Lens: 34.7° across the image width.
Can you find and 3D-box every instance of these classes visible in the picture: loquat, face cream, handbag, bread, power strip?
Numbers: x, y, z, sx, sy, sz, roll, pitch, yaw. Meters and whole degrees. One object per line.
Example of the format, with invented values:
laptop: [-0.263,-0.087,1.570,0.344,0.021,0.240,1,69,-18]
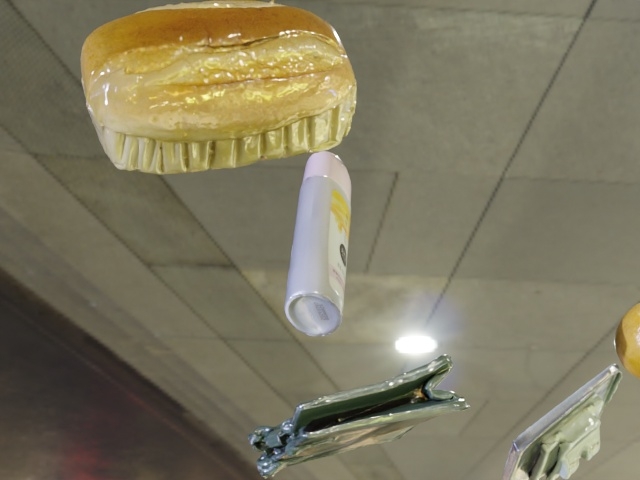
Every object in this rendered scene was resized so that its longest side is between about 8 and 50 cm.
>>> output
loquat: [0.527,0.155,1.584,0.141,0.141,0.141,0,155,0]
face cream: [0.000,0.000,1.395,0.073,0.269,0.107,-6,134,11]
handbag: [0.045,0.247,1.409,0.260,0.079,0.247,-12,164,-23]
bread: [-0.086,-0.138,0.887,0.236,0.140,0.106,-9,148,-15]
power strip: [0.340,0.282,1.410,0.198,0.064,0.213,-36,152,-16]
